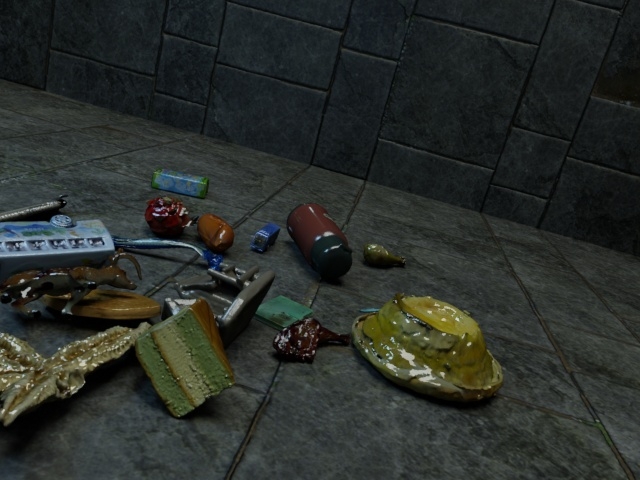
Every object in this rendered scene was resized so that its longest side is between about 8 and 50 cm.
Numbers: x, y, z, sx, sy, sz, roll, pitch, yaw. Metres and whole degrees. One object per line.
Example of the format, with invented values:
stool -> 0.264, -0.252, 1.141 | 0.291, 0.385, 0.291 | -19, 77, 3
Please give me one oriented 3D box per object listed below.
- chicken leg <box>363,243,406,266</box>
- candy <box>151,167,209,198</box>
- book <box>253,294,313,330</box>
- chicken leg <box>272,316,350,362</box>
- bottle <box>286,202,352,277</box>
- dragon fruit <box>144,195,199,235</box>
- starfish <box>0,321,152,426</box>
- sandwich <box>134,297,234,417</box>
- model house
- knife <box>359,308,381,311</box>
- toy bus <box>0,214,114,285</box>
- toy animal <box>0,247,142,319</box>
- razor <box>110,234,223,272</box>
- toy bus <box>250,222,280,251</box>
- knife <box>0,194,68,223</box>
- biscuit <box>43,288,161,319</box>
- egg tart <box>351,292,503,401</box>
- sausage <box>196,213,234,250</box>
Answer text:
chicken leg -> 0.207, 0.052, 1.809 | 0.178, 0.070, 0.093 | 13, 10, -32
candy -> -0.510, -0.210, 2.030 | 0.195, 0.062, 0.097 | 11, 18, -8
book -> -0.086, 0.166, 1.274 | 0.103, 0.017, 0.135 | 22, 19, 23
chicken leg -> -0.019, 0.205, 1.158 | 0.205, 0.053, 0.093 | -17, 59, -48
bottle -> 0.000, 0.000, 1.654 | 0.144, 0.143, 0.336 | 9, 19, -19
dragon fruit -> -0.431, -0.072, 1.576 | 0.142, 0.121, 0.130 | 33, 34, -44
starfish -> -0.459, 0.177, 0.827 | 0.324, 0.082, 0.432 | 8, 10, 2
sandwich -> -0.221, 0.190, 0.944 | 0.117, 0.144, 0.187 | -29, 2, -4
model house -> -0.217, 0.122, 1.133 | 0.188, 0.122, 0.229 | 14, 22, 13
knife -> 0.138, 0.180, 1.436 | 0.091, 0.005, 0.014 | 2, 22, -34
toy bus -> -0.607, 0.025, 1.155 | 0.330, 0.108, 0.136 | -4, 36, -45
toy animal -> -0.455, 0.070, 1.024 | 0.244, 0.087, 0.260 | 6, 10, -19
razor -> -0.409, 0.018, 1.413 | 0.325, 0.056, 0.093 | 12, 19, -8
toy bus -> -0.167, -0.011, 1.691 | 0.051, 0.061, 0.153 | 22, 16, 6
knife -> -0.767, -0.058, 1.381 | 0.089, 0.043, 0.365 | -15, 10, 21
biscuit -> -0.419, 0.124, 1.077 | 0.221, 0.028, 0.142 | 6, 8, -8
egg tart -> 0.242, 0.214, 1.215 | 0.346, 0.132, 0.345 | 16, 16, -5
sausage -> -0.295, -0.021, 1.571 | 0.089, 0.089, 0.179 | 4, 22, -32
